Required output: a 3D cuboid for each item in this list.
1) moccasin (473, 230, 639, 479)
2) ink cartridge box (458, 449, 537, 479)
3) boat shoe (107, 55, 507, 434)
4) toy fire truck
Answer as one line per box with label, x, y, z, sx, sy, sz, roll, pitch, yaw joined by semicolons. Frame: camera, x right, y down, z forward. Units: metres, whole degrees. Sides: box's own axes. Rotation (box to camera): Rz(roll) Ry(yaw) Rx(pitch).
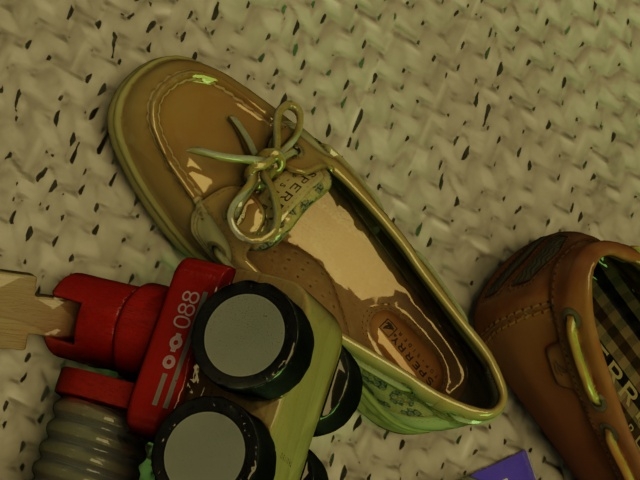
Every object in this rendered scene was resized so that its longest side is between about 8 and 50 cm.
moccasin;0.257;0.146;0.970;0.139;0.147;0.380;-39;102;-23
ink cartridge box;0.082;0.256;0.937;0.208;0.045;0.206;-19;94;-27
boat shoe;0.000;0.000;0.896;0.285;0.089;0.104;43;70;-15
toy fire truck;-0.133;0.102;0.815;0.158;0.246;0.217;44;62;-64
